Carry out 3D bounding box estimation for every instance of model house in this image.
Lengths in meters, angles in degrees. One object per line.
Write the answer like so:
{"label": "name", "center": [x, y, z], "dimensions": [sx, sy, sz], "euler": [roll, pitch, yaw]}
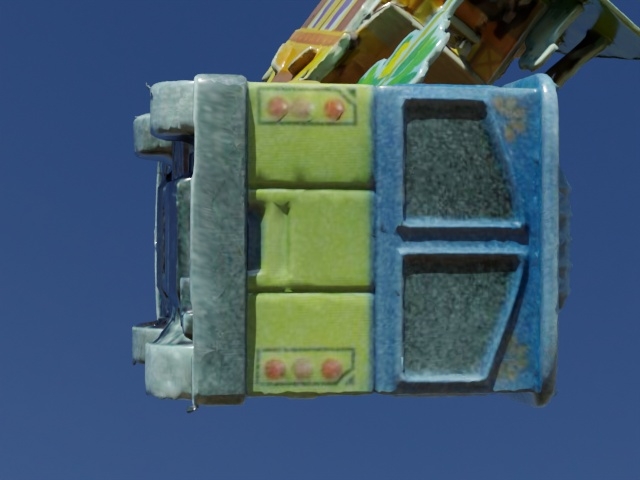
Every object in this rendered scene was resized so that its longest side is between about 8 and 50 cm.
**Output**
{"label": "model house", "center": [0.091, -0.133, 1.423], "dimensions": [0.242, 0.357, 0.313], "euler": [36, -91, -18]}

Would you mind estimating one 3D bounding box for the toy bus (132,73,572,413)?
{"label": "toy bus", "center": [0.000, 0.000, 0.811], "dimensions": [0.190, 0.152, 0.312], "euler": [0, 0, -9]}
